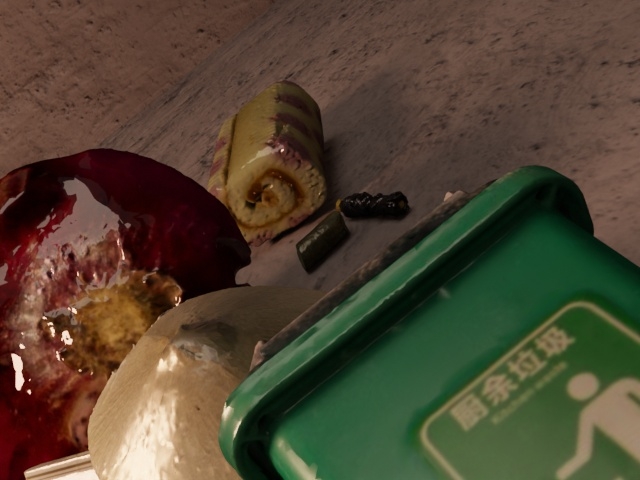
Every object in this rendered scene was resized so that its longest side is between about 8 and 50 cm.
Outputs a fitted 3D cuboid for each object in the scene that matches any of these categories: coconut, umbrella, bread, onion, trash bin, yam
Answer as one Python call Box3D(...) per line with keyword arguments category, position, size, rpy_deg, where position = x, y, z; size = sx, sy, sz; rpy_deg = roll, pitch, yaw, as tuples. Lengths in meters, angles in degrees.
Box3D(category="coconut", position=(-0.057, 0.152, 0.643), size=(0.244, 0.247, 0.245), rpy_deg=(-9, 38, 7))
Box3D(category="umbrella", position=(0.071, -0.052, 1.148), size=(0.144, 0.040, 0.037), rpy_deg=(2, 51, 54))
Box3D(category="bread", position=(-0.083, -0.139, 1.355), size=(0.187, 0.155, 0.338), rpy_deg=(-36, 26, 17))
Box3D(category="onion", position=(-0.243, 0.097, 0.948), size=(0.398, 0.398, 0.420), rpy_deg=(-33, -1, 3))
Box3D(category="trash bin", position=(0.153, 0.176, 0.395), size=(0.259, 0.295, 0.381), rpy_deg=(-37, 35, -7))
Box3D(category="yam", position=(0.000, 0.000, 1.135), size=(0.094, 0.043, 0.043), rpy_deg=(-41, 25, -16))

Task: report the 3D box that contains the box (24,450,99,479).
Box3D(category="box", position=(-0.203, 0.292, 0.710), size=(0.109, 0.198, 0.029), rpy_deg=(-21, -12, 26))
